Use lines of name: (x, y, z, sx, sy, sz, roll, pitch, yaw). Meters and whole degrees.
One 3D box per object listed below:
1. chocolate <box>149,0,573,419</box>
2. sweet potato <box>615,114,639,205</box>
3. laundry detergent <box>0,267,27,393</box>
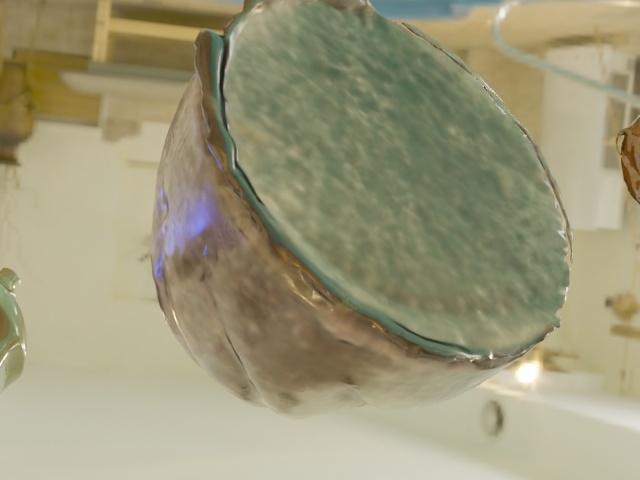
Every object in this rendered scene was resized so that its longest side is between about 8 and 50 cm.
chocolate: (0.000, 0.000, 0.872, 0.303, 0.303, 0.213, 5, 144, -38)
sweet potato: (0.261, -0.038, 0.611, 0.233, 0.062, 0.081, -1, 180, 6)
laundry detergent: (-0.357, 0.102, 1.110, 0.181, 0.091, 0.253, 29, -136, 10)
